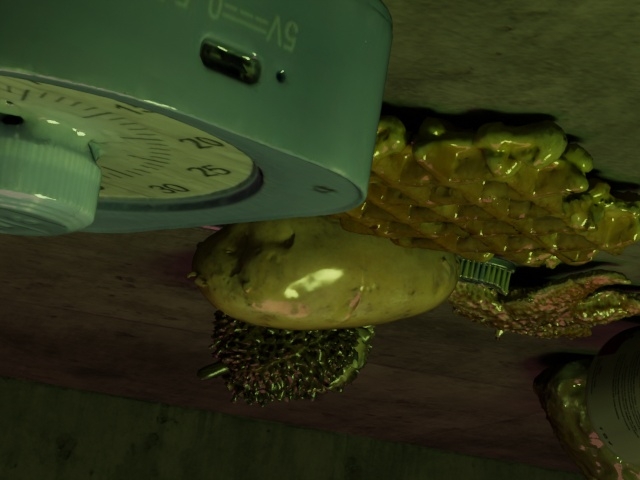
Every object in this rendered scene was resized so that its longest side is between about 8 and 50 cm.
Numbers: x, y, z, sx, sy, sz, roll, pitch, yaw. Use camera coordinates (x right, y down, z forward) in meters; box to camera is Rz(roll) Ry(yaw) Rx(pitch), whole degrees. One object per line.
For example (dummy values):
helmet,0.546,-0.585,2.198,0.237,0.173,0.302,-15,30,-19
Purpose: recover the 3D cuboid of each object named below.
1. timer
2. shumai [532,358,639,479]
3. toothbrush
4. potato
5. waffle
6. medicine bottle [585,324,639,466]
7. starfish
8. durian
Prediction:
timer,-0.184,-0.098,1.066,0.395,0.173,0.395,9,169,2
shumai,0.383,0.293,2.325,0.267,0.262,0.314,-2,163,38
toothbrush,0.000,0.000,1.750,0.375,0.037,0.028,11,165,1
potato,0.005,0.017,1.627,0.235,0.128,0.161,3,-177,6
waffle,0.117,-0.036,1.427,0.282,0.058,0.301,6,167,10
medicine bottle,0.399,0.150,1.871,0.157,0.157,0.289,12,167,-17
starfish,0.227,0.070,1.856,0.299,0.060,0.302,21,163,-37
durian,-0.040,0.105,1.922,0.196,0.167,0.196,-16,148,-11
